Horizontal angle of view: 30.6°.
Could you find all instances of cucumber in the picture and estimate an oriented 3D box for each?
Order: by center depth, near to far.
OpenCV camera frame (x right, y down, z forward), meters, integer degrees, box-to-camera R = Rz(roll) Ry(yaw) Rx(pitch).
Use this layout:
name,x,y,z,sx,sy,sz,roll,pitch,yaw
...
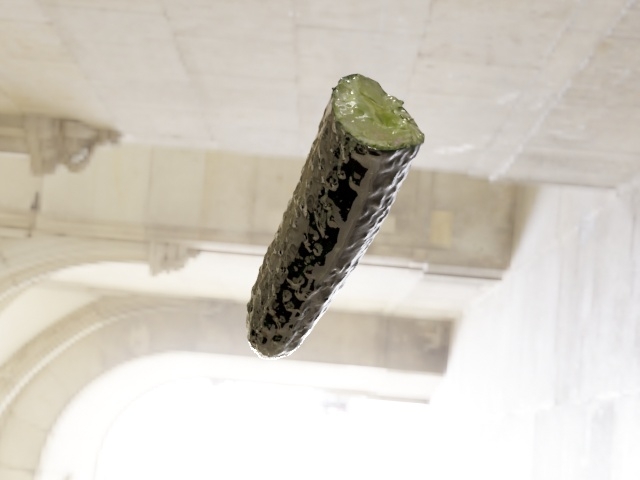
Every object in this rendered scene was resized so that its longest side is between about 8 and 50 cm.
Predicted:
name,x,y,z,sx,sy,sz,roll,pitch,yaw
cucumber,0.000,0.000,0.637,0.215,0.052,0.058,115,177,-48
